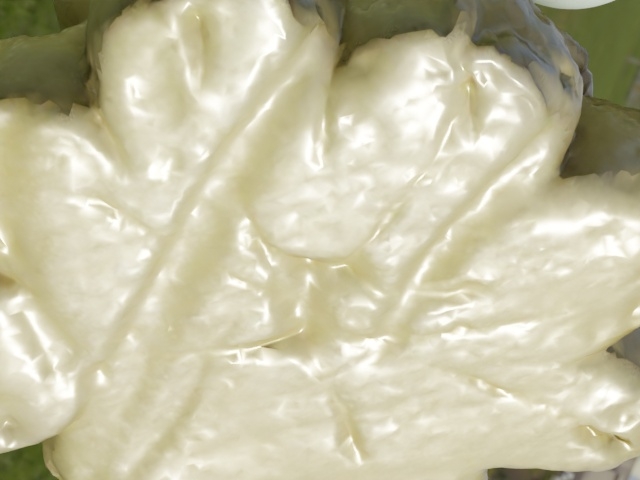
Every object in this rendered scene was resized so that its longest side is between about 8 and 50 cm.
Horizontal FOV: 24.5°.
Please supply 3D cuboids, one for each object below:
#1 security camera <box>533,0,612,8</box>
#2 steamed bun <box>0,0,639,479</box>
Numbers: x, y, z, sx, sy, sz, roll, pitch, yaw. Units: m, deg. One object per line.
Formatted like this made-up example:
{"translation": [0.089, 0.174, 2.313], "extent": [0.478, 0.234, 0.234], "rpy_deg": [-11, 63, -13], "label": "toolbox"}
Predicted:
{"translation": [0.235, -0.316, 1.278], "extent": [0.236, 0.195, 0.194], "rpy_deg": [-56, 171, 8], "label": "security camera"}
{"translation": [0.000, 0.000, 0.547], "extent": [0.137, 0.295, 0.292], "rpy_deg": [-95, 158, -52], "label": "steamed bun"}
